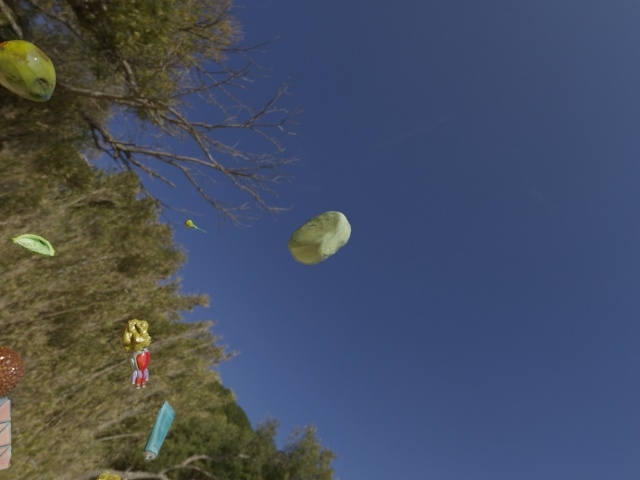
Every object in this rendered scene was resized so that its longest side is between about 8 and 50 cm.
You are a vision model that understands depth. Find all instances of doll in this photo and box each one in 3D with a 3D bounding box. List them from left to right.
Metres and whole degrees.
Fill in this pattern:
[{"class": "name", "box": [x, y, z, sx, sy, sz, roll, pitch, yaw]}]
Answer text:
[{"class": "doll", "box": [-0.830, 0.565, 1.879, 0.075, 0.102, 0.228, -7, -98, 22]}]

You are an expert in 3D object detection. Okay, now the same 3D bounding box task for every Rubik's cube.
[{"class": "Rubik's cube", "box": [-1.107, 0.628, 1.275, 0.228, 0.233, 0.229, -31, -118, 52]}]

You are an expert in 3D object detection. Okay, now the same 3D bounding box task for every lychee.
[{"class": "lychee", "box": [-1.243, 0.506, 1.557, 0.238, 0.200, 0.200, -10, -64, 57]}]

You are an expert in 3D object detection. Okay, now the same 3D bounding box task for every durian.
[{"class": "durian", "box": [-1.335, 0.019, 1.884, 0.215, 0.086, 0.100, 27, -6, -22]}]

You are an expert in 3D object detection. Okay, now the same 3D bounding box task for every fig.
[{"class": "fig", "box": [-1.130, -0.653, 1.574, 0.207, 0.207, 0.230, -2, -27, 32]}]

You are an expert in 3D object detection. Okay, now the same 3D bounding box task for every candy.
[{"class": "candy", "box": [-0.591, -0.060, 1.931, 0.122, 0.035, 0.035, 26, -47, 14]}]

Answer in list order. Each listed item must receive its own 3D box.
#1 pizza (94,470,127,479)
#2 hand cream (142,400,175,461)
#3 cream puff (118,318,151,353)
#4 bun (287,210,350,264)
[{"class": "pizza", "box": [-0.841, 0.944, 1.545, 0.287, 0.279, 0.075, 167, -82, -64]}, {"class": "hand cream", "box": [-0.583, 0.691, 1.470, 0.048, 0.224, 0.083, -18, -67, 9]}, {"class": "cream puff", "box": [-0.831, 0.419, 1.807, 0.156, 0.121, 0.156, 14, -69, 42]}, {"class": "bun", "box": [-0.002, 0.002, 1.322, 0.221, 0.221, 0.108, -9, -60, 35]}]
